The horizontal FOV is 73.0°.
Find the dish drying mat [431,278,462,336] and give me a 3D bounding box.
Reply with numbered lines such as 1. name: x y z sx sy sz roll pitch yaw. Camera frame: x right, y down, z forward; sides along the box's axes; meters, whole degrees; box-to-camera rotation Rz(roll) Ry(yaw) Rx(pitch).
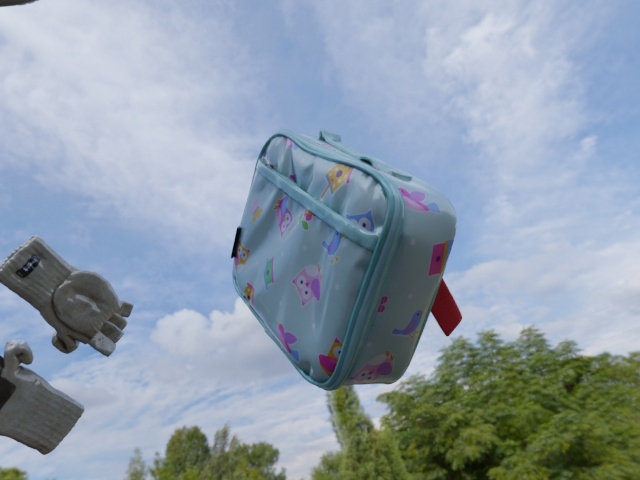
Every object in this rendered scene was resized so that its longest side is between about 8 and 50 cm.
1. dish drying mat: 0.122 0.060 0.446 0.032 0.008 0.083 -42 -66 -18

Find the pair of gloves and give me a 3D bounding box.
1. pair of gloves: -0.382 0.141 0.582 0.042 0.239 0.204 -3 -37 38

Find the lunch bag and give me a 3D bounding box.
1. lunch bag: 0.000 0.000 0.469 0.108 0.279 0.223 3 -69 -34

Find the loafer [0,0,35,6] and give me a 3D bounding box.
1. loafer: -0.237 -0.188 0.291 0.056 0.147 0.050 21 -42 -2
